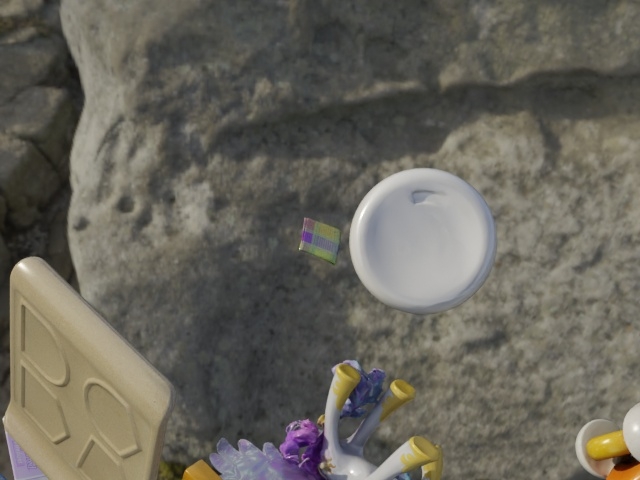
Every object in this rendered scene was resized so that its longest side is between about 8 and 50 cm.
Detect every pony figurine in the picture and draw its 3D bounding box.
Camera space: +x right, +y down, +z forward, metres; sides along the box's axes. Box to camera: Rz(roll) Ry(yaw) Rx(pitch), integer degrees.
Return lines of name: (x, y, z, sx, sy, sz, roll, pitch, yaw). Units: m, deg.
pony figurine: (0.034, 0.386, 1.472, 0.302, 0.363, 0.351, -6, 38, -46)

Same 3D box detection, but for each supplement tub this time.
supplement tub: (0.177, 0.005, 1.541, 0.241, 0.331, 0.241, 0, 88, 5)

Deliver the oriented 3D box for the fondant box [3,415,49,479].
fondant box: (-0.374, 0.328, 1.291, 0.096, 0.330, 0.238, -11, 94, -10)

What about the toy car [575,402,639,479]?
toy car: (0.423, 0.267, 1.073, 0.182, 0.159, 0.136, -14, 72, -21)

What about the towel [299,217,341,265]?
towel: (0.000, 0.000, 1.263, 0.060, 0.009, 0.083, 22, 36, -10)

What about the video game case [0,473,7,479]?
video game case: (-0.353, 0.290, 0.844, 0.061, 0.244, 0.269, -43, 100, -2)

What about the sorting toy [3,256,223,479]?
sorting toy: (-0.183, 0.181, 0.787, 0.307, 0.229, 0.041, 38, 40, 23)
